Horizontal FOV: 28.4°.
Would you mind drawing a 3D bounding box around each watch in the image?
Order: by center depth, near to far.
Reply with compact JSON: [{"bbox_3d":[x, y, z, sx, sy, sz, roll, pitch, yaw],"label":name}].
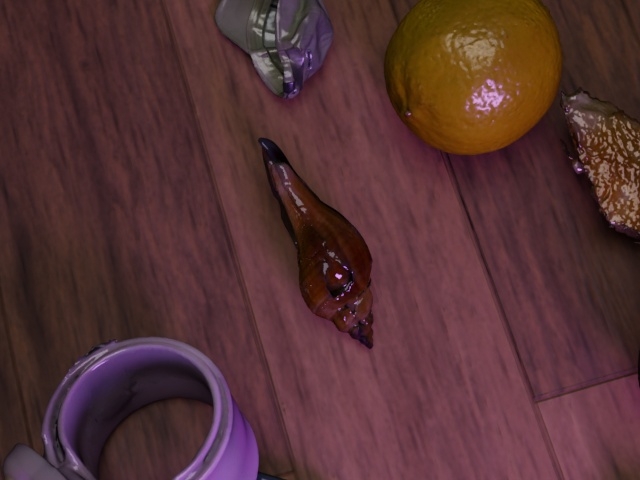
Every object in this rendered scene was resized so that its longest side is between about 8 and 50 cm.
[{"bbox_3d":[-0.158,0.210,1.175,0.248,0.211,0.217,31,67,33],"label":"watch"}]

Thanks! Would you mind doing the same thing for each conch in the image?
[{"bbox_3d":[0.005,0.001,1.304,0.080,0.086,0.232,-16,71,-4],"label":"conch"}]

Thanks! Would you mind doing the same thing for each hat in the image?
[{"bbox_3d":[-0.053,-0.242,1.418,0.166,0.081,0.122,36,114,30],"label":"hat"}]

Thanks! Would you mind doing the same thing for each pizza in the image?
[{"bbox_3d":[0.341,-0.064,1.324,0.226,0.069,0.147,15,79,0],"label":"pizza"}]

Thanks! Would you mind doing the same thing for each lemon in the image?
[{"bbox_3d":[0.163,-0.184,1.320,0.203,0.178,0.178,-37,72,-14],"label":"lemon"}]

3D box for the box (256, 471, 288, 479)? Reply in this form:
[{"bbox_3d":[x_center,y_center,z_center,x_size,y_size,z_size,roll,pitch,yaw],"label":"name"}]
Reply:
[{"bbox_3d":[-0.037,0.277,1.230,0.126,0.031,0.091,17,71,10],"label":"box"}]

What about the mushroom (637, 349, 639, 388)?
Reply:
[{"bbox_3d":[0.395,0.109,1.222,0.188,0.141,0.117,3,33,-6],"label":"mushroom"}]
